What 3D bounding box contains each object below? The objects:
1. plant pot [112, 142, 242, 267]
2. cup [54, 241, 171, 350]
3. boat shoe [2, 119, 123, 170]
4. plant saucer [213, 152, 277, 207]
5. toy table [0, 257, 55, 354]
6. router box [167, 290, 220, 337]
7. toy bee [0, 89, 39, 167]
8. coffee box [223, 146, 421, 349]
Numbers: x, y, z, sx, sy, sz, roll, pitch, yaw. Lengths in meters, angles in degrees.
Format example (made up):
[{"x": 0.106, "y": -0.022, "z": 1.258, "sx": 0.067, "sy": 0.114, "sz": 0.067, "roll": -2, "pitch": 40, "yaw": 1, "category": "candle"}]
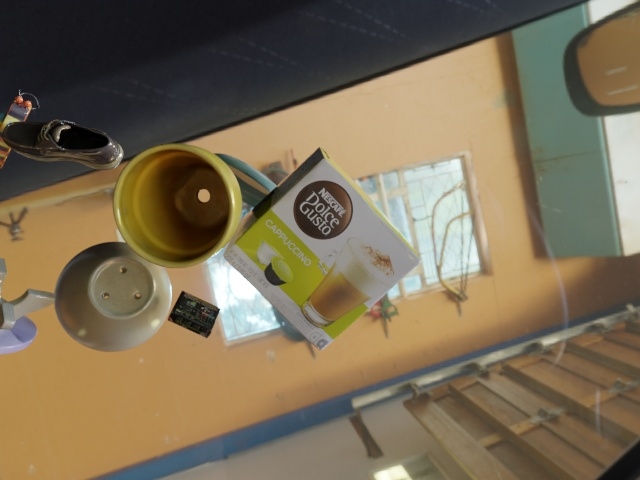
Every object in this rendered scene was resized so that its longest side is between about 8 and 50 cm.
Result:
[{"x": -0.287, "y": -0.086, "z": 1.185, "sx": 0.254, "sy": 0.254, "sz": 0.239, "roll": -12, "pitch": -171, "yaw": 6, "category": "plant pot"}, {"x": -0.571, "y": 0.147, "z": 1.515, "sx": 0.331, "sy": 0.331, "sz": 0.237, "roll": -17, "pitch": 177, "yaw": -27, "category": "cup"}, {"x": -0.795, "y": -0.319, "z": 1.649, "sx": 0.355, "sy": 0.132, "sz": 0.130, "roll": 8, "pitch": 156, "yaw": -7, "category": "boat shoe"}, {"x": -0.227, "y": -0.175, "z": 1.658, "sx": 0.043, "sy": 0.317, "sz": 0.317, "roll": -59, "pitch": -156, "yaw": -14, "category": "plant saucer"}, {"x": -0.850, "y": 0.178, "z": 1.381, "sx": 0.161, "sy": 0.252, "sz": 0.274, "roll": -53, "pitch": 150, "yaw": 17, "category": "toy table"}, {"x": -0.347, "y": 0.203, "z": 1.478, "sx": 0.038, "sy": 0.122, "sz": 0.092, "roll": -55, "pitch": -167, "yaw": 34, "category": "router box"}, {"x": -0.998, "y": -0.392, "z": 1.729, "sx": 0.195, "sy": 0.298, "sz": 0.162, "roll": 3, "pitch": 162, "yaw": -37, "category": "toy bee"}, {"x": 0.000, "y": 0.000, "z": 1.384, "sx": 0.334, "sy": 0.337, "sz": 0.338, "roll": -43, "pitch": -169, "yaw": 8, "category": "coffee box"}]
